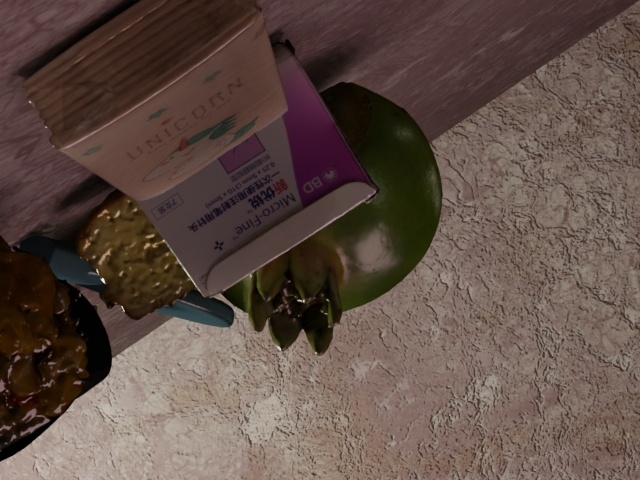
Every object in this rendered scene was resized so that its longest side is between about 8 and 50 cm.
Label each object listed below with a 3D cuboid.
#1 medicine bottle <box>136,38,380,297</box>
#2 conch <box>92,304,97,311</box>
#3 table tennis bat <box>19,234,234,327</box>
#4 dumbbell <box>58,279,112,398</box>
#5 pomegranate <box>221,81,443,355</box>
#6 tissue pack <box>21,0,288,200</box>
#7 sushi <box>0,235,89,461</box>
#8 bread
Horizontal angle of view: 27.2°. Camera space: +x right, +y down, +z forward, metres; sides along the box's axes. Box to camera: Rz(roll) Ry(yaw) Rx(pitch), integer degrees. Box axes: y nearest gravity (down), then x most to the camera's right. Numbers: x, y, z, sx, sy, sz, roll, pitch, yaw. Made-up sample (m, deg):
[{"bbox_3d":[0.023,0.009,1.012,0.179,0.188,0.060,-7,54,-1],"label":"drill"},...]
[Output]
[{"bbox_3d":[-0.070,-0.066,1.248,0.201,0.171,0.052,-32,-155,-2],"label":"medicine bottle"},{"bbox_3d":[-0.357,0.124,1.833,0.121,0.074,0.089,-36,167,-31],"label":"conch"},{"bbox_3d":[-0.222,0.049,1.481,0.329,0.215,0.044,30,75,-62],"label":"table tennis bat"},{"bbox_3d":[-0.370,0.154,1.557,0.218,0.152,0.152,-35,176,18],"label":"dumbbell"},{"bbox_3d":[0.000,0.000,1.507,0.310,0.216,0.358,-23,-142,21],"label":"pomegranate"},{"bbox_3d":[-0.114,-0.113,1.028,0.170,0.071,0.325,-32,175,-1],"label":"tissue pack"},{"bbox_3d":[-0.309,0.089,1.145,0.200,0.213,0.204,-56,-164,-15],"label":"sushi"},{"bbox_3d":[-0.131,-0.023,1.344,0.229,0.143,0.139,-28,-170,-2],"label":"bread"}]
